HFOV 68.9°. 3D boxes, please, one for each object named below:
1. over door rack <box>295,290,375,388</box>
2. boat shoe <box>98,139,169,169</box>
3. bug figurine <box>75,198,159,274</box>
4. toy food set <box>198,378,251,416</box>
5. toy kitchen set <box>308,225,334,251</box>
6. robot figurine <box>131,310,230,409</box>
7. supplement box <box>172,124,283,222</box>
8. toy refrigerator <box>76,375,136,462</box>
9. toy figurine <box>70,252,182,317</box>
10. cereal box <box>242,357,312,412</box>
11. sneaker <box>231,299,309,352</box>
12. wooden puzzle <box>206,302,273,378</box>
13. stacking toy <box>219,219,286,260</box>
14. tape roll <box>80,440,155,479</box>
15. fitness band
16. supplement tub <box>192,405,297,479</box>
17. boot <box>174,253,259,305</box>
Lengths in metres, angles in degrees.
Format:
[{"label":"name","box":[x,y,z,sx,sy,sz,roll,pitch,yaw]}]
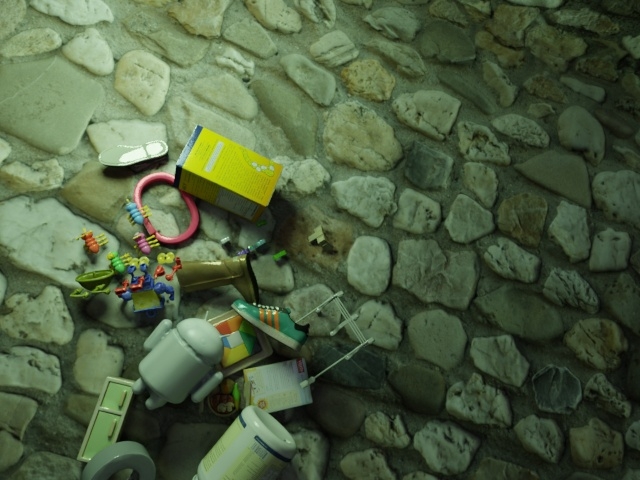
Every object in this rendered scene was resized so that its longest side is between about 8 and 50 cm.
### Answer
[{"label":"over door rack","box":[0.009,0.375,1.788,0.324,0.108,0.240,-31,71,-10]},{"label":"boat shoe","box":[-0.718,-0.328,1.806,0.254,0.079,0.095,-20,81,-19]},{"label":"bug figurine","box":[-0.728,-0.006,1.700,0.279,0.072,0.216,-34,93,-3]},{"label":"toy food set","box":[-0.351,0.568,1.686,0.192,0.038,0.133,-1,80,1]},{"label":"toy kitchen set","box":[0.000,0.000,1.934,0.068,0.075,0.083,-31,46,17]},{"label":"robot figurine","box":[-0.478,0.414,1.615,0.300,0.200,0.353,44,82,7]},{"label":"supplement box","box":[-0.355,-0.247,1.791,0.356,0.194,0.195,25,65,-12]},{"label":"toy refrigerator","box":[-0.718,0.608,1.585,0.102,0.094,0.270,18,74,-9]},{"label":"toy figurine","box":[-0.653,0.203,1.647,0.362,0.191,0.217,-11,122,-8]},{"label":"cereal box","box":[-0.161,0.549,1.757,0.240,0.047,0.173,-7,79,-15]},{"label":"sneaker","box":[-0.179,0.286,1.718,0.302,0.108,0.121,31,73,4]},{"label":"wooden puzzle","box":[-0.326,0.377,1.758,0.238,0.044,0.221,-23,84,-17]},{"label":"stacking toy","box":[-0.270,0.033,1.850,0.221,0.052,0.167,-28,87,-20]},{"label":"tape roll","box":[-0.655,0.773,1.517,0.219,0.072,0.219,-11,109,-35]},{"label":"fitness band","box":[-0.595,-0.124,1.806,0.209,0.054,0.291,-26,86,-20]},{"label":"supplement tub","box":[-0.262,0.756,1.574,0.235,0.235,0.325,41,82,-2]},{"label":"boot","box":[-0.381,0.162,1.757,0.269,0.089,0.236,-9,114,6]}]
